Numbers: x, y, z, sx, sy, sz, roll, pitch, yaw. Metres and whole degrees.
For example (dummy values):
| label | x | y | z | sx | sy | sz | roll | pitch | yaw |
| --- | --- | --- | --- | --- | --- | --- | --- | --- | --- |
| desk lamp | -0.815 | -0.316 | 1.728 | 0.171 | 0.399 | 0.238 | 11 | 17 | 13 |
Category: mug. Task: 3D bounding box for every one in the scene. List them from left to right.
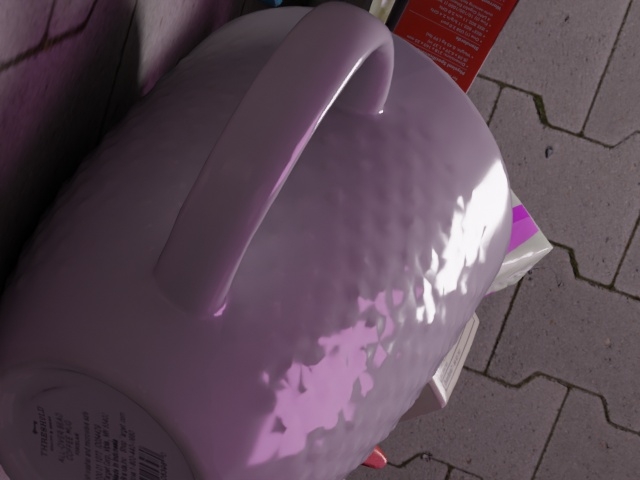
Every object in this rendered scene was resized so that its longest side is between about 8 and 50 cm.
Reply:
| label | x | y | z | sx | sy | sz | roll | pitch | yaw |
| --- | --- | --- | --- | --- | --- | --- | --- | --- | --- |
| mug | -0.047 | 0.011 | 1.076 | 0.328 | 0.276 | 0.374 | -51 | 169 | -44 |

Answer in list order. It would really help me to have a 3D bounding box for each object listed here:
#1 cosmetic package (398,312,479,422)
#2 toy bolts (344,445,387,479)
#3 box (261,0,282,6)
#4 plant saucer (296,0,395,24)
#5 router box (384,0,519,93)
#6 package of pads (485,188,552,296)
| label | x | y | z | sx | sy | sz | roll | pitch | yaw |
| --- | --- | --- | --- | --- | --- | --- | --- | --- | --- |
| cosmetic package | 0.000 | 0.000 | 1.396 | 0.296 | 0.129 | 0.153 | 62 | 28 | -16 |
| toy bolts | -0.080 | 0.172 | 1.533 | 0.228 | 0.158 | 0.218 | -1 | -145 | 51 |
| box | -0.030 | -0.284 | 1.091 | 0.060 | 0.100 | 0.244 | 72 | 39 | -80 |
| plant saucer | 0.056 | -0.328 | 1.731 | 0.400 | 0.100 | 0.400 | 22 | 90 | -84 |
| router box | 0.136 | -0.254 | 1.526 | 0.301 | 0.082 | 0.335 | -62 | -177 | 38 |
| package of pads | 0.054 | -0.024 | 1.656 | 0.296 | 0.229 | 0.101 | -23 | 163 | -38 |
